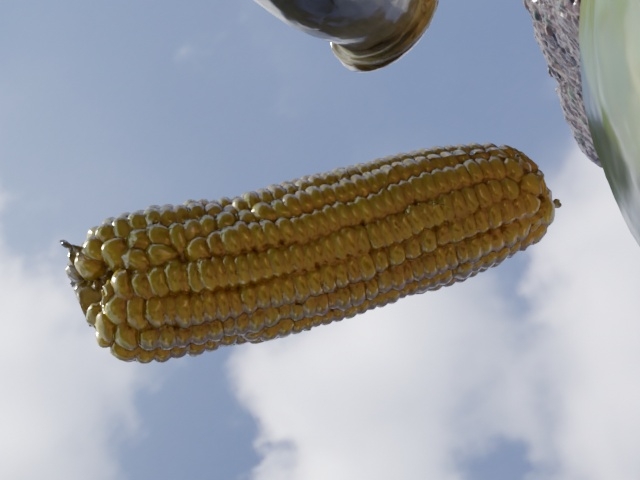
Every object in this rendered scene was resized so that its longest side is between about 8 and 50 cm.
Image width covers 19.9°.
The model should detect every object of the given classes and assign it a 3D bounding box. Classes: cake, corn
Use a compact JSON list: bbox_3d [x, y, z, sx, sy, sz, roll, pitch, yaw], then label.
[{"bbox_3d":[0.237,-0.138,1.342,0.112,0.135,0.246,-34,-52,-10],"label":"cake"},{"bbox_3d":[0.001,0.003,1.125,0.313,0.102,0.102,-15,-99,-7],"label":"corn"}]

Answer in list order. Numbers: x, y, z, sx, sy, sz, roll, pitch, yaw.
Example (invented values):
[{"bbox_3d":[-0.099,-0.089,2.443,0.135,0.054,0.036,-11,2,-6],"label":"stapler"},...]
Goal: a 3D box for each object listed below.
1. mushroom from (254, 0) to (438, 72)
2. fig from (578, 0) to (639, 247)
[{"bbox_3d":[-0.020,-0.196,0.947,0.109,0.351,0.097,-21,-120,5],"label":"mushroom"},{"bbox_3d":[0.214,-0.029,0.352,0.326,0.258,0.258,39,-120,15],"label":"fig"}]
